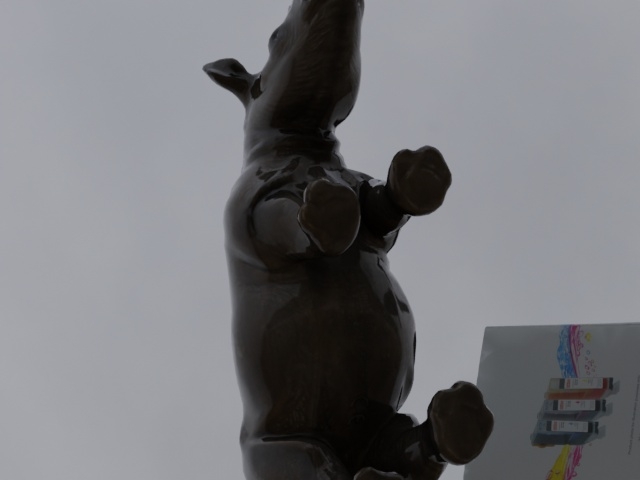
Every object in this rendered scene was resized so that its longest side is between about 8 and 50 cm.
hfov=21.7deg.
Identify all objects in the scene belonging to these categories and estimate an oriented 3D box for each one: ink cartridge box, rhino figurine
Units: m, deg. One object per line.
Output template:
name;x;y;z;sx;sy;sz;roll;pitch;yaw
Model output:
ink cartridge box;0.204;0.131;1.115;0.128;0.176;0.127;27;-112;-45
rhino figurine;0.000;0.000;0.639;0.073;0.106;0.243;0;-106;-25
